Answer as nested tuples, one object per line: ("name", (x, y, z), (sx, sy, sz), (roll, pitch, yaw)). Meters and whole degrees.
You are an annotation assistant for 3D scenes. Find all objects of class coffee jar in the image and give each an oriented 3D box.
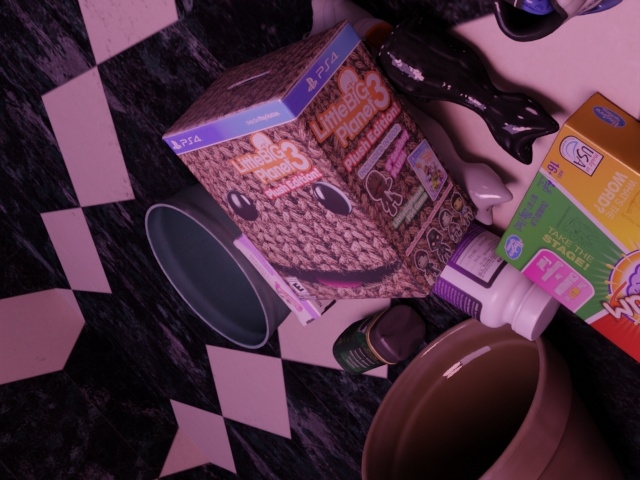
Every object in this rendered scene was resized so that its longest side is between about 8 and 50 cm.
("coffee jar", (0.098, 0.167, 1.371), (0.079, 0.096, 0.184), (48, 152, -4))

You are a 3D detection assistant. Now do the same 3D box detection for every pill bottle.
("pill bottle", (0.211, 0.045, 1.058), (0.193, 0.108, 0.108), (33, 147, 28))

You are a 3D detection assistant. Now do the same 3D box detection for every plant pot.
("plant pot", (-0.128, 0.008, 1.391), (0.293, 0.196, 0.293), (34, 147, 25))
("plant pot", (0.267, 0.306, 1.137), (0.280, 0.323, 0.323), (40, 155, -19))

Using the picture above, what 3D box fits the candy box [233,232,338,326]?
("candy box", (0.000, 0.000, 1.205), (0.165, 0.196, 0.070), (50, 151, -1))

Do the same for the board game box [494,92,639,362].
("board game box", (0.362, 0.026, 0.871), (0.316, 0.064, 0.242), (39, 150, 18))

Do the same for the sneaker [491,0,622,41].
("sneaker", (0.207, -0.266, 0.621), (0.127, 0.182, 0.315), (38, 149, 18))

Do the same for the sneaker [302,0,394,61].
("sneaker", (0.020, -0.207, 1.061), (0.121, 0.099, 0.262), (50, 148, 23))

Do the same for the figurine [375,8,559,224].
("figurine", (0.155, -0.129, 0.961), (0.209, 0.092, 0.215), (37, 150, 13))

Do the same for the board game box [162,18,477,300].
("board game box", (0.001, -0.077, 0.976), (0.232, 0.141, 0.291), (-7, 129, 49))
